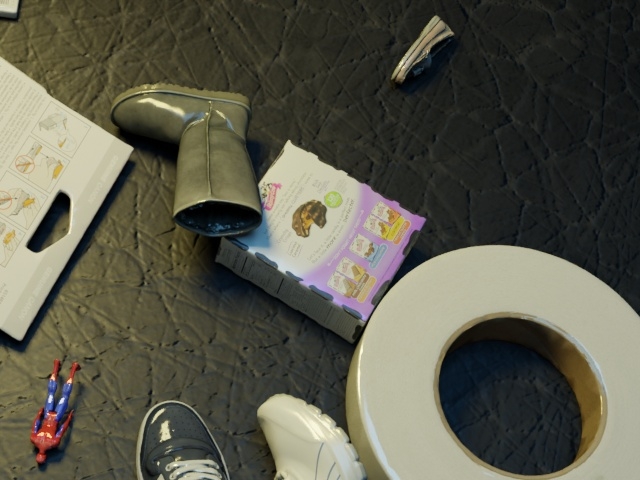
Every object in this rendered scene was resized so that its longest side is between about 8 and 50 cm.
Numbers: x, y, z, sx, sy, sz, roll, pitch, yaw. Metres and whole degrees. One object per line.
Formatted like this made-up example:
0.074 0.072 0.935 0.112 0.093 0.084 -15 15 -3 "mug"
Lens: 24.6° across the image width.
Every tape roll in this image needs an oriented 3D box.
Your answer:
0.223 0.191 1.693 0.392 0.072 0.392 6 61 -10 "tape roll"

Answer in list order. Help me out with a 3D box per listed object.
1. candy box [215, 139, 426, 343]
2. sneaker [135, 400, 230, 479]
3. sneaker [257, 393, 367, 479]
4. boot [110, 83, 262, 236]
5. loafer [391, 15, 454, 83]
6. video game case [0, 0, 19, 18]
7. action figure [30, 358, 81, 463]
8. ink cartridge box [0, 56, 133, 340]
0.000 0.000 1.749 0.196 0.070 0.165 31 60 5 "candy box"
-0.125 0.278 1.521 0.099 0.153 0.282 -6 63 -16 "sneaker"
-0.001 0.300 1.568 0.129 0.111 0.297 -23 68 -16 "sneaker"
-0.161 -0.092 1.727 0.189 0.076 0.208 -2 50 1 "boot"
0.137 -0.247 1.931 0.039 0.045 0.125 35 57 0 "loafer"
-0.458 -0.354 1.872 0.157 0.019 0.143 6 60 -8 "video game case"
-0.292 0.190 1.606 0.038 0.030 0.115 13 65 1 "action figure"
-0.397 -0.061 1.699 0.261 0.066 0.296 35 59 -15 "ink cartridge box"
